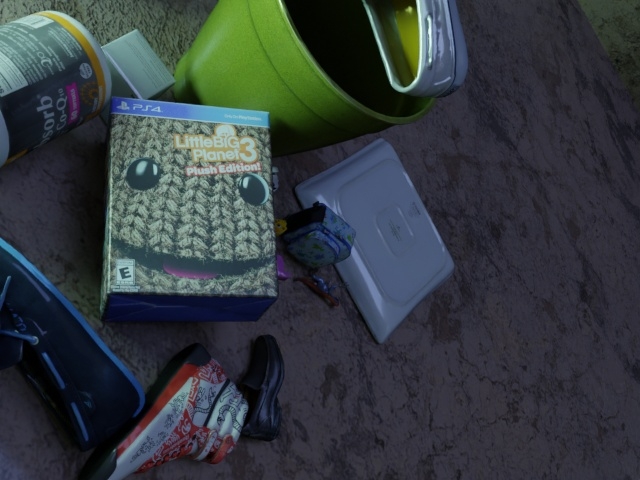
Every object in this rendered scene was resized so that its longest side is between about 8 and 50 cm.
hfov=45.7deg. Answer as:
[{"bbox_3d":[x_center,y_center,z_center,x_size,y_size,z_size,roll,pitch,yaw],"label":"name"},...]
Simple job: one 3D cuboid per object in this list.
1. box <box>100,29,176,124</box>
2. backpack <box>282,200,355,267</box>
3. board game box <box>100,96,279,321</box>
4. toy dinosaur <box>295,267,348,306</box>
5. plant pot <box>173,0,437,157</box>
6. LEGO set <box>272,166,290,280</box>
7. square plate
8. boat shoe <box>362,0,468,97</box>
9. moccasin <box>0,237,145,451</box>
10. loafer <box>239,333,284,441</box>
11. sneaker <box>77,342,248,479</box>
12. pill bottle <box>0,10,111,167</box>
[{"bbox_3d":[-0.303,-0.248,1.170,0.102,0.101,0.087,54,44,-12],"label":"box"},{"bbox_3d":[0.000,0.000,1.367,0.114,0.105,0.084,34,52,-32],"label":"backpack"},{"bbox_3d":[-0.193,-0.038,1.100,0.232,0.141,0.290,2,69,-19],"label":"board game box"},{"bbox_3d":[0.003,0.090,1.395,0.090,0.047,0.082,-22,99,-15],"label":"toy dinosaur"},{"bbox_3d":[-0.051,-0.296,1.261,0.367,0.353,0.366,20,60,-39],"label":"plant pot"},{"bbox_3d":[-0.092,-0.016,1.289,0.093,0.087,0.227,9,65,-27],"label":"LEGO set"},{"bbox_3d":[0.136,-0.018,1.557,0.344,0.049,0.347,-35,99,-47],"label":"square plate"},{"bbox_3d":[0.098,-0.384,1.106,0.157,0.136,0.366,-14,92,-44],"label":"boat shoe"},{"bbox_3d":[-0.358,0.119,0.923,0.342,0.138,0.117,49,59,-12],"label":"moccasin"},{"bbox_3d":[-0.097,0.229,1.200,0.061,0.062,0.169,16,60,-35],"label":"loafer"},{"bbox_3d":[-0.200,0.277,1.049,0.145,0.090,0.270,51,41,-13],"label":"sneaker"},{"bbox_3d":[-0.419,-0.182,0.978,0.162,0.162,0.278,56,44,-11],"label":"pill bottle"}]
